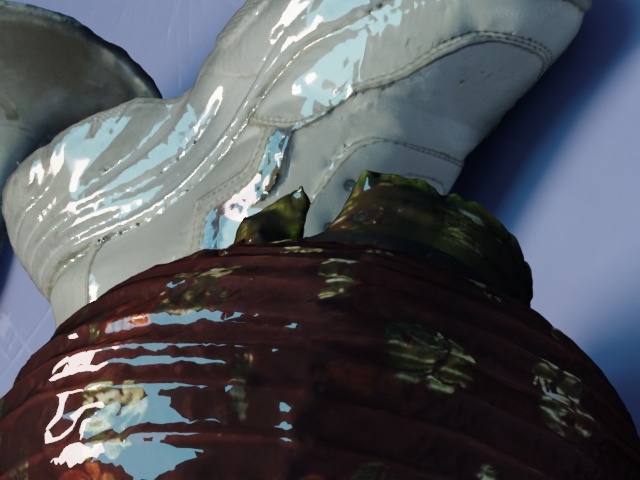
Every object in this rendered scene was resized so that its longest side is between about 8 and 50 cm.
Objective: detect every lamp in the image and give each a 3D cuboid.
[{"bbox_3d":[0.003,0.093,0.584,0.247,0.247,0.247,-41,36,38],"label":"lamp"}]

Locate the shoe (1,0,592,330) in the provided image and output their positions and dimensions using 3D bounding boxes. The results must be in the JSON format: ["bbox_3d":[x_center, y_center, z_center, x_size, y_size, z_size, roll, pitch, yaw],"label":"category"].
[{"bbox_3d":[0.000,0.000,0.803,0.342,0.132,0.210,-31,62,27],"label":"shoe"}]

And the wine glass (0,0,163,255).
[{"bbox_3d":[-0.215,0.068,0.996,0.267,0.267,0.406,-38,32,41],"label":"wine glass"}]
